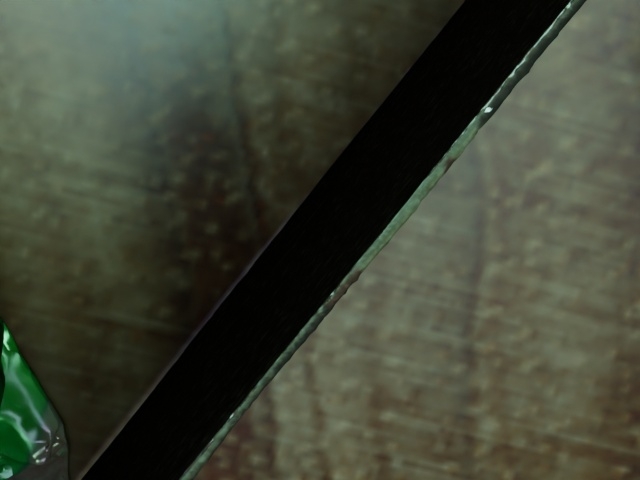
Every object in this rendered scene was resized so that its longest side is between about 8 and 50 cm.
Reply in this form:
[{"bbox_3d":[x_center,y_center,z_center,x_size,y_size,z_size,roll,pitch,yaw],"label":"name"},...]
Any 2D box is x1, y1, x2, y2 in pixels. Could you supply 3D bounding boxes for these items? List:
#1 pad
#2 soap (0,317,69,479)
[{"bbox_3d":[0.000,0.000,0.591,0.004,0.220,0.330,38,102,-6],"label":"pad"},{"bbox_3d":[-0.173,0.064,0.579,0.218,0.273,0.098,11,98,-10],"label":"soap"}]
